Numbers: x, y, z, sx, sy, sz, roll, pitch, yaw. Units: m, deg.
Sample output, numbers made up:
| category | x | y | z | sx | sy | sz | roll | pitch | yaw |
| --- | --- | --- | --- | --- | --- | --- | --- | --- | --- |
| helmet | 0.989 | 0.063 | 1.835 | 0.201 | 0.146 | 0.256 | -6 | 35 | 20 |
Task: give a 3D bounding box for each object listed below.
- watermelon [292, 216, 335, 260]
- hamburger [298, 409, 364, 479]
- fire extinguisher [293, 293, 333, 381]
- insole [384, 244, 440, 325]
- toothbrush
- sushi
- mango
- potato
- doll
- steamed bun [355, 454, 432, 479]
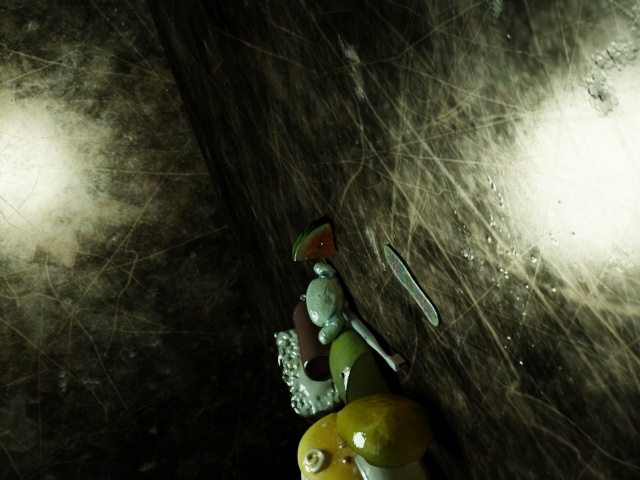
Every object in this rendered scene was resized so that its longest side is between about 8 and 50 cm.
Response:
| category | x | y | z | sx | sy | sz | roll | pitch | yaw |
| --- | --- | --- | --- | --- | --- | --- | --- | --- | --- |
| watermelon | 0.000 | 0.000 | 1.728 | 0.094 | 0.125 | 0.135 | 36 | -165 | 4 |
| hamburger | 0.083 | 0.617 | 2.030 | 0.303 | 0.261 | 0.186 | 34 | 144 | 36 |
| fire extinguisher | -0.012 | 0.258 | 2.061 | 0.138 | 0.102 | 0.344 | 56 | -170 | -31 |
| insole | 0.160 | 0.077 | 1.299 | 0.065 | 0.006 | 0.193 | 82 | 161 | -50 |
| toothbrush | 0.113 | 0.219 | 1.685 | 0.342 | 0.030 | 0.025 | 38 | 148 | 65 |
| sushi | -0.015 | 0.418 | 2.264 | 0.343 | 0.196 | 0.182 | 67 | -173 | 25 |
| mango | 0.130 | 0.403 | 1.566 | 0.130 | 0.167 | 0.262 | 63 | 157 | -13 |
| potato | 0.084 | 0.334 | 1.803 | 0.269 | 0.112 | 0.255 | 67 | 173 | -25 |
| doll | 0.013 | 0.149 | 1.805 | 0.103 | 0.072 | 0.214 | -28 | 57 | 41 |
| steamed bun | 0.189 | 0.572 | 1.720 | 0.231 | 0.145 | 0.232 | 61 | 176 | 7 |
